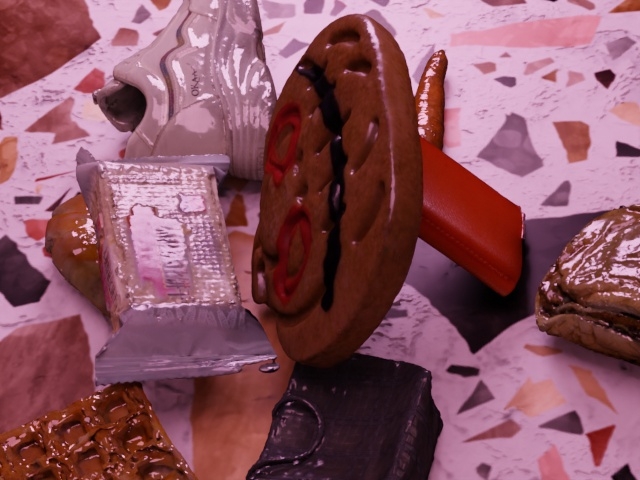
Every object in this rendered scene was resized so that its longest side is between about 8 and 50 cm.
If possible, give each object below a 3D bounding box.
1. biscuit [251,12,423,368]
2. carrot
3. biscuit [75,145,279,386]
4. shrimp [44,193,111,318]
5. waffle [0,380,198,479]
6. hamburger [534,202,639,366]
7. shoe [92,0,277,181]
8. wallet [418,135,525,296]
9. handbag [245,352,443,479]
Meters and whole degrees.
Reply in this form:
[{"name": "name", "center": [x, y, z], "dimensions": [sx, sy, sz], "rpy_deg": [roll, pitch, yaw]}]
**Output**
[{"name": "biscuit", "center": [0.000, -0.046, 1.843], "dimensions": [0.063, 0.314, 0.367], "rpy_deg": [14, 49, -26]}, {"name": "carrot", "center": [0.127, -0.152, 2.101], "dimensions": [0.047, 0.047, 0.191], "rpy_deg": [3, 45, 10]}, {"name": "biscuit", "center": [-0.157, 0.025, 1.891], "dimensions": [0.186, 0.079, 0.309], "rpy_deg": [0, 44, -15]}, {"name": "shrimp", "center": [-0.198, 0.035, 1.967], "dimensions": [0.145, 0.061, 0.267], "rpy_deg": [-23, 48, -23]}, {"name": "waffle", "center": [-0.269, 0.277, 1.735], "dimensions": [0.308, 0.091, 0.213], "rpy_deg": [-24, 49, -14]}, {"name": "hamburger", "center": [0.331, 0.053, 1.852], "dimensions": [0.206, 0.130, 0.183], "rpy_deg": [12, 47, 42]}, {"name": "shoe", "center": [-0.165, -0.199, 2.120], "dimensions": [0.211, 0.132, 0.342], "rpy_deg": [-9, 51, -4]}, {"name": "wallet", "center": [0.128, -0.041, 1.916], "dimensions": [0.204, 0.045, 0.142], "rpy_deg": [34, 36, -20]}, {"name": "handbag", "center": [0.017, 0.214, 1.766], "dimensions": [0.175, 0.088, 0.270], "rpy_deg": [4, 49, 21]}]
